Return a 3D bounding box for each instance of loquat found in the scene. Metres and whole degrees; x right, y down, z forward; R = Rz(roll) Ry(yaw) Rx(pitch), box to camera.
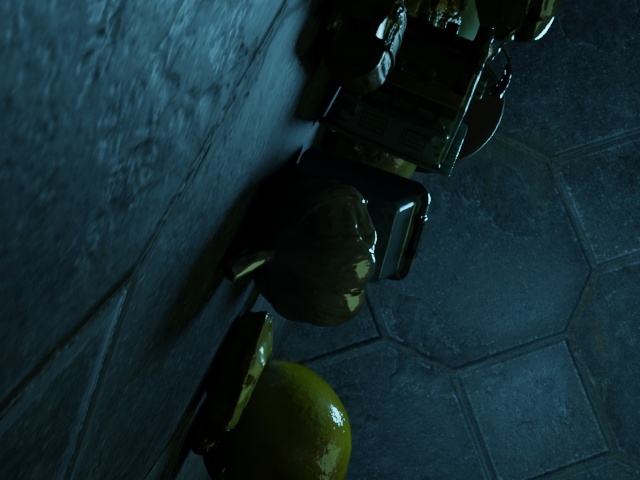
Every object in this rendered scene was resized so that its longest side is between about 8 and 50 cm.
[{"bbox_3d":[-0.114,0.413,2.017,0.328,0.359,0.328,-10,-103,53],"label":"loquat"}]

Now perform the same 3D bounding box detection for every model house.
[{"bbox_3d":[0.133,-0.234,1.497,0.198,0.224,0.215,-63,173,-53],"label":"model house"}]

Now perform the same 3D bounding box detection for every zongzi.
[{"bbox_3d":[0.438,-0.486,1.703,0.181,0.418,0.447,-67,150,-79],"label":"zongzi"}]

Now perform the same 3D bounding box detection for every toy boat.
[{"bbox_3d":[0.053,-0.243,1.211,0.310,0.089,0.115,17,90,-86],"label":"toy boat"}]

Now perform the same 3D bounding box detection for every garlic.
[{"bbox_3d":[-0.042,0.014,1.325,0.212,0.218,0.218,-4,130,-40],"label":"garlic"}]

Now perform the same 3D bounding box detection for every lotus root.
[{"bbox_3d":[0.100,-0.165,1.820,0.343,0.169,0.151,-30,140,-86],"label":"lotus root"}]

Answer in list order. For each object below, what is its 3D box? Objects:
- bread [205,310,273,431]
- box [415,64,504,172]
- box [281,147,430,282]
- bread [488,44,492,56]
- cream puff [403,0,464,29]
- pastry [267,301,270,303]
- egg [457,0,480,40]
[{"bbox_3d":[-0.150,0.237,1.810,0.161,0.088,0.233,125,-11,-80],"label":"bread"},{"bbox_3d":[0.251,-0.300,2.278,0.301,0.301,0.216,-63,-175,-15],"label":"box"},{"bbox_3d":[0.040,-0.034,1.481,0.130,0.227,0.162,-29,136,-63],"label":"box"},{"bbox_3d":[0.311,-0.492,2.303,0.083,0.211,0.114,-52,179,8],"label":"bread"},{"bbox_3d":[0.183,-0.402,1.704,0.189,0.129,0.189,-60,178,-4],"label":"cream puff"},{"bbox_3d":[-0.037,0.035,1.887,0.265,0.103,0.112,-67,169,17],"label":"pastry"},{"bbox_3d":[0.281,-0.501,1.943,0.217,0.183,0.183,-55,-176,46],"label":"egg"}]
